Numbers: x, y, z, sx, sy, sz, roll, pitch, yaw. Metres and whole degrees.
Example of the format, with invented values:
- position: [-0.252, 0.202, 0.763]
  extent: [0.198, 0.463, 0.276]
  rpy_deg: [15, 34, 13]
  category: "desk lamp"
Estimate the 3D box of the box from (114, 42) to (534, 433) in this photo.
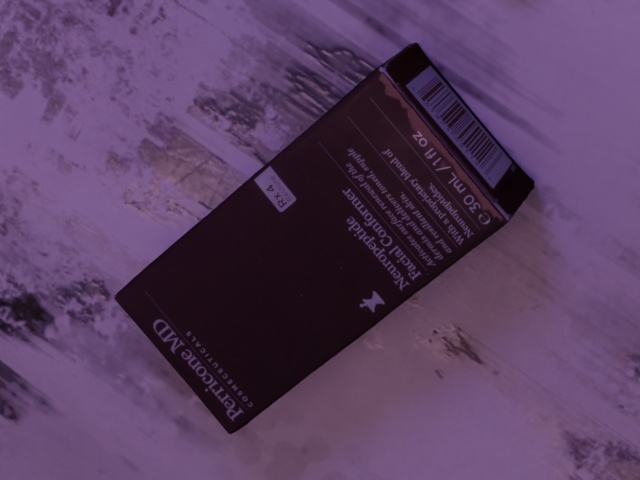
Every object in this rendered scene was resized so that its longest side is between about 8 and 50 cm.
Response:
- position: [0.000, 0.000, 1.532]
  extent: [0.381, 0.143, 0.191]
  rpy_deg: [-40, 92, 26]
  category: "box"
